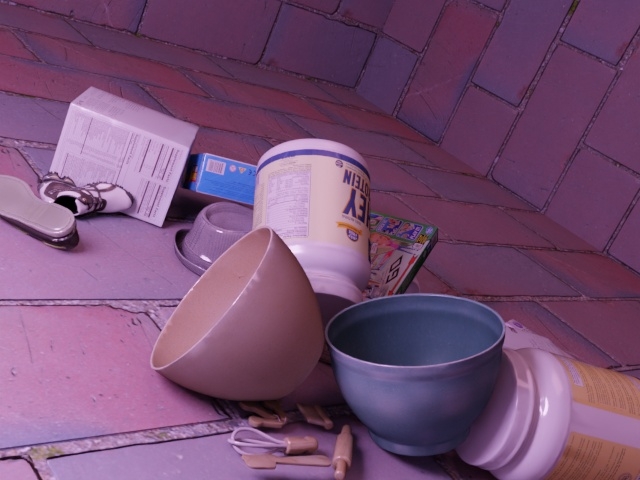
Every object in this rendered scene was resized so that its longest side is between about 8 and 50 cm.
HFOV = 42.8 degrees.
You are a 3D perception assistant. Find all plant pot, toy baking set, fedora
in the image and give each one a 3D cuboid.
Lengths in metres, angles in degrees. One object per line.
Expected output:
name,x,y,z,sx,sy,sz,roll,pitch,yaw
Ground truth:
plant pot,-0.106,0.145,1.299,0.191,0.284,0.284,42,15,-17
toy baking set,-0.042,0.310,1.255,0.197,0.030,0.256,17,14,-3
plant pot,0.160,0.232,1.360,0.293,0.196,0.293,-4,17,1
fedora,-0.175,0.000,1.746,0.275,0.124,0.244,8,26,-37

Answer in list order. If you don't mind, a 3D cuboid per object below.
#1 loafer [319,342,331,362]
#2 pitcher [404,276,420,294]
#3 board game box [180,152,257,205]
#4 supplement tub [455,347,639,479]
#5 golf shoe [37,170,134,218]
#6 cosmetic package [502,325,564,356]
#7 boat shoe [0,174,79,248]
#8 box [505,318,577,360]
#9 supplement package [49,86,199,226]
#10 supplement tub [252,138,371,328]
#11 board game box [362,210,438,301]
loafer,0.023,0.213,1.553,0.125,0.039,0.045,28,21,9
pitcher,0.113,0.094,1.873,0.178,0.125,0.207,-15,29,-27
board game box,-0.153,-0.124,1.896,0.308,0.086,0.302,13,1,-16
supplement tub,0.421,0.324,1.431,0.331,0.241,0.241,18,21,-18
golf shoe,-0.483,-0.076,1.688,0.198,0.077,0.094,8,39,-28
cosmetic package,0.403,0.242,1.755,0.231,0.085,0.117,18,19,-20
boat shoe,-0.550,-0.051,1.536,0.228,0.068,0.081,27,59,21
box,0.564,0.300,1.913,0.324,0.067,0.063,33,21,27
supplement package,-0.435,-0.190,1.823,0.263,0.198,0.199,20,19,-9
supplement tub,-0.018,-0.010,1.607,0.235,0.235,0.324,14,61,-25
board game box,0.101,0.050,1.785,0.214,0.046,0.317,16,42,22
